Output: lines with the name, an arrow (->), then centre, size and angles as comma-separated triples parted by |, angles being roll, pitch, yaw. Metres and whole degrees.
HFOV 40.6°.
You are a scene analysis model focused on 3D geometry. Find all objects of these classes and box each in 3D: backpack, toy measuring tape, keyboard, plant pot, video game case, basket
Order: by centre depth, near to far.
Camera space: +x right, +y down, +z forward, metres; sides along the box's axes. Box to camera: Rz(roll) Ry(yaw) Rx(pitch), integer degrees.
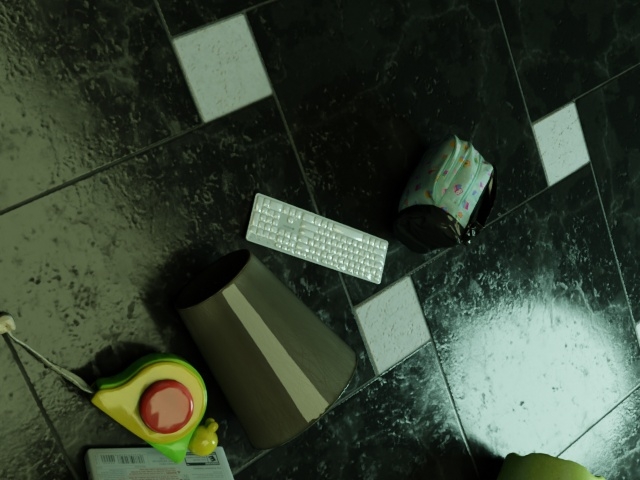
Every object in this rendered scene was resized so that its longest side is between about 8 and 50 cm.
toy measuring tape -> -0.252, 0.166, 1.119 | 0.330, 0.121, 0.121 | 42, 71, -18
video game case -> -0.195, 0.349, 1.134 | 0.201, 0.183, 0.023 | 8, 125, -34
basket -> -0.086, 0.139, 1.201 | 0.204, 0.154, 0.227 | -45, 112, -25
keyboard -> 0.000, 0.000, 1.325 | 0.256, 0.014, 0.072 | 20, 82, -33
backpack -> 0.201, -0.077, 1.380 | 0.115, 0.152, 0.182 | 41, 65, -24
plant pot -> 0.376, 0.509, 1.476 | 0.276, 0.276, 0.253 | 34, 64, -30
